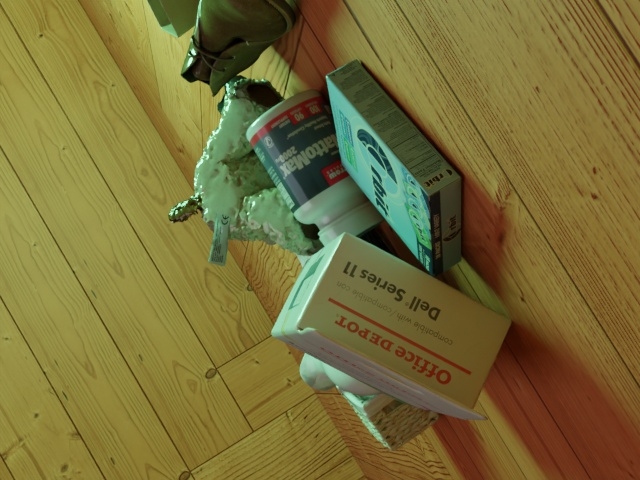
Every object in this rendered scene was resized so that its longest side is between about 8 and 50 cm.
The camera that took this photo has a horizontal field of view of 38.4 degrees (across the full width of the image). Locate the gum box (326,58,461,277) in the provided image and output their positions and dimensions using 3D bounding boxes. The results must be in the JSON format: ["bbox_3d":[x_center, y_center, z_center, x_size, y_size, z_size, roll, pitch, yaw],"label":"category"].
[{"bbox_3d":[0.078,-0.073,0.954,0.184,0.041,0.157,54,168,31],"label":"gum box"}]

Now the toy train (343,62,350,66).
[{"bbox_3d":[0.026,-0.163,0.993,0.017,0.023,0.083,56,170,17],"label":"toy train"}]

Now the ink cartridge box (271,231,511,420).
[{"bbox_3d":[0.072,0.097,1.026,0.207,0.119,0.353,28,171,-5],"label":"ink cartridge box"}]

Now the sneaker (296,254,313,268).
[{"bbox_3d":[0.000,0.000,1.455,0.235,0.090,0.095,59,158,-16],"label":"sneaker"}]

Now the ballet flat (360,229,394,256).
[{"bbox_3d":[0.093,0.045,1.235,0.173,0.057,0.049,61,-151,-1],"label":"ballet flat"}]

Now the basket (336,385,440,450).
[{"bbox_3d":[0.111,0.266,1.542,0.103,0.113,0.167,60,171,-13],"label":"basket"}]

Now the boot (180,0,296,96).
[{"bbox_3d":[-0.108,-0.238,1.085,0.112,0.115,0.305,34,174,-5],"label":"boot"}]

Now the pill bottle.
[{"bbox_3d":[-0.001,-0.081,1.117,0.180,0.108,0.108,58,170,4],"label":"pill bottle"}]

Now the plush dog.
[{"bbox_3d":[-0.074,-0.070,1.305,0.225,0.210,0.263,2,-119,-61],"label":"plush dog"}]

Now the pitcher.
[{"bbox_3d":[0.061,0.159,1.478,0.125,0.178,0.207,22,165,-22],"label":"pitcher"}]

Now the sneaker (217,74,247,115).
[{"bbox_3d":[-0.118,-0.187,1.475,0.106,0.078,0.234,60,167,18],"label":"sneaker"}]

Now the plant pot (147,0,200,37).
[{"bbox_3d":[-0.193,-0.358,1.279,0.109,0.096,0.109,41,158,61],"label":"plant pot"}]
